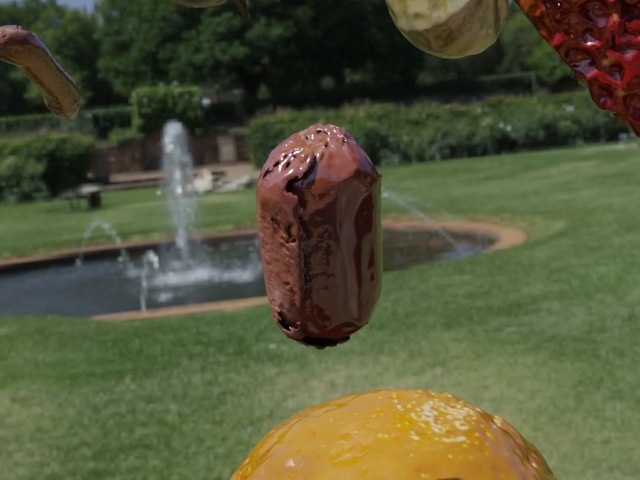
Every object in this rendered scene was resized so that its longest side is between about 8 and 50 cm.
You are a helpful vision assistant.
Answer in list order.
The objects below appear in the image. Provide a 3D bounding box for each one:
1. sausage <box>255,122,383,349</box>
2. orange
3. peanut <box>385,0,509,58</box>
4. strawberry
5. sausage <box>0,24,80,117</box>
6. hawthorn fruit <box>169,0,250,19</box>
[{"bbox_3d":[0.000,0.000,0.653,0.076,0.141,0.076,-5,32,3],"label":"sausage"},{"bbox_3d":[0.037,0.278,0.864,0.293,0.340,0.340,24,4,-5],"label":"orange"},{"bbox_3d":[0.101,-0.293,1.100,0.120,0.136,0.298,7,35,-24],"label":"peanut"},{"bbox_3d":[0.158,-0.128,0.514,0.121,0.188,0.082,-36,-2,-20],"label":"strawberry"},{"bbox_3d":[-0.282,-0.171,1.115,0.043,0.043,0.186,-5,-15,6],"label":"sausage"},{"bbox_3d":[-0.099,-0.253,0.880,0.148,0.172,0.148,-30,12,7],"label":"hawthorn fruit"}]
